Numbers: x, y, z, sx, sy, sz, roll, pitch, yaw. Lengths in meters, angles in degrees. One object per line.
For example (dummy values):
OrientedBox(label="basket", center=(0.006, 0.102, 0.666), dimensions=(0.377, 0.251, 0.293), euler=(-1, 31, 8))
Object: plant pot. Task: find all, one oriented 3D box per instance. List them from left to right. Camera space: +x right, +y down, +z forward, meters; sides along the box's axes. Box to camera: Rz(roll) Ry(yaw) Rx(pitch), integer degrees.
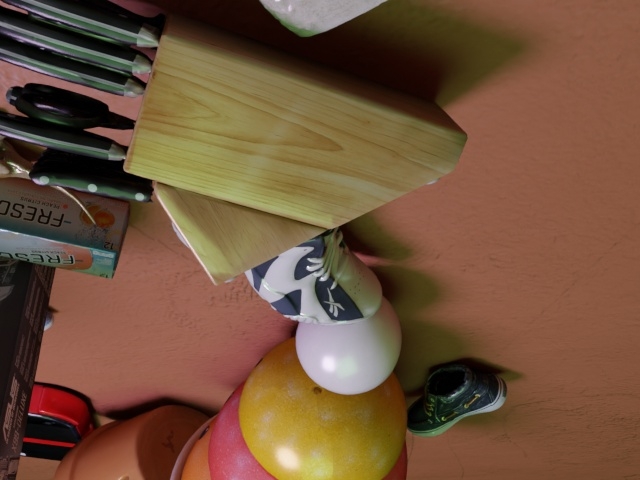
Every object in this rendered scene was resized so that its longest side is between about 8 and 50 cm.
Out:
OrientedBox(label="plant pot", center=(-0.276, 0.415, 1.266), dimensions=(0.290, 0.291, 0.203), euler=(27, 128, -31))

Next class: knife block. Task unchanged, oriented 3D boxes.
OrientedBox(label="knife block", center=(-0.071, -0.106, 0.503), dimensions=(0.275, 0.088, 0.242), euler=(-25, 117, 5))

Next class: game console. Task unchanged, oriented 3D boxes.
OrientedBox(label="game console", center=(-0.611, 0.325, 1.365), dimensions=(0.386, 0.060, 0.342), euler=(9, 150, -4))

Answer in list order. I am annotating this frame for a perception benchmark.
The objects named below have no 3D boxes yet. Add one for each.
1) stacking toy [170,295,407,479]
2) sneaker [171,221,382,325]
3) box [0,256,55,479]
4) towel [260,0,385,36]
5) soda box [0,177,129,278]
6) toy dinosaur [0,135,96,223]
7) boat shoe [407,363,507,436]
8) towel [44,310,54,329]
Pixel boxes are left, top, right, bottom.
OrientedBox(label="stacking toy", center=(0.003, 0.230, 0.946), dimensions=(0.350, 0.351, 0.480), euler=(11, 130, -8))
OrientedBox(label="sneaker", center=(0.000, 0.000, 0.672), dimensions=(0.235, 0.094, 0.153), euler=(38, 146, -24))
OrientedBox(label="box", center=(-0.402, 0.119, 0.712), dimensions=(0.242, 0.308, 0.077), euler=(1, 146, -4))
OrientedBox(label="towel", center=(0.038, -0.217, 0.356), dimensions=(0.282, 0.049, 0.187), euler=(-17, 141, 35))
OrientedBox(label="soda box", center=(-0.283, -0.018, 0.726), dimensions=(0.183, 0.063, 0.058), euler=(13, 148, -12))
OrientedBox(label="toy dinosaur", center=(-0.286, -0.073, 0.665), dimensions=(0.183, 0.053, 0.092), euler=(17, 164, -4))
OrientedBox(label="boat shoe", center=(0.167, 0.221, 1.054), dimensions=(0.083, 0.065, 0.183), euler=(27, 137, -29))
OrientedBox(label="towel", center=(-0.497, 0.057, 0.919), dimensions=(0.209, 0.034, 0.285), euler=(-10, 145, 24))
